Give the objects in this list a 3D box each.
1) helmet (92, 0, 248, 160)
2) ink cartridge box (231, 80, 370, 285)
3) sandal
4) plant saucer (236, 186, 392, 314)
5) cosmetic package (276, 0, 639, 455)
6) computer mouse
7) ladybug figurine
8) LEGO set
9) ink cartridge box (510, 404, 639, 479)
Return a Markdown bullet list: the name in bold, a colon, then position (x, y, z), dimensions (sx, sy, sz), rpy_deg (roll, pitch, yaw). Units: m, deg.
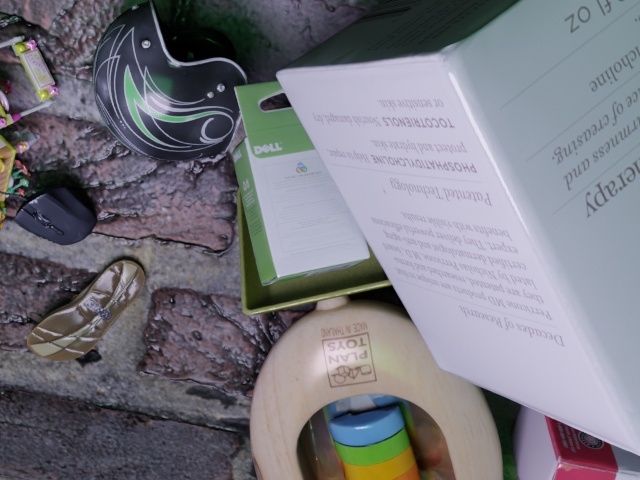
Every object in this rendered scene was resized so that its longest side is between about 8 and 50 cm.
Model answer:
- **helmet**: position (-0.171, -0.173, 1.085), dimensions (0.162, 0.169, 0.169), rpy_deg (10, 115, -19)
- **ink cartridge box**: position (-0.029, -0.065, 1.065), dimensions (0.109, 0.062, 0.209), rpy_deg (-11, 84, -21)
- **sandal**: position (-0.299, 0.089, 1.275), dimensions (0.180, 0.049, 0.072), rpy_deg (-43, 111, 4)
- **plant saucer**: position (0.000, 0.000, 1.159), dimensions (0.188, 0.188, 0.045), rpy_deg (-13, 144, 10)
- **cosmetic package**: position (0.233, -0.082, 0.949), dimensions (0.329, 0.327, 0.393), rpy_deg (-37, 110, -17)
- **computer mouse**: position (-0.348, -0.042, 1.142), dimensions (0.071, 0.041, 0.242), rpy_deg (-35, 150, 18)
- **ladybug figurine**: position (0.071, 0.250, 1.254), dimensions (0.305, 0.162, 0.449), rpy_deg (-9, 113, 7)
- **LEGO set**: position (-0.376, -0.138, 1.168), dimensions (0.132, 0.107, 0.287), rpy_deg (15, 125, 36)
- **ink cartridge box**: position (0.406, 0.283, 1.212), dimensions (0.306, 0.226, 0.131), rpy_deg (13, 112, -1)
